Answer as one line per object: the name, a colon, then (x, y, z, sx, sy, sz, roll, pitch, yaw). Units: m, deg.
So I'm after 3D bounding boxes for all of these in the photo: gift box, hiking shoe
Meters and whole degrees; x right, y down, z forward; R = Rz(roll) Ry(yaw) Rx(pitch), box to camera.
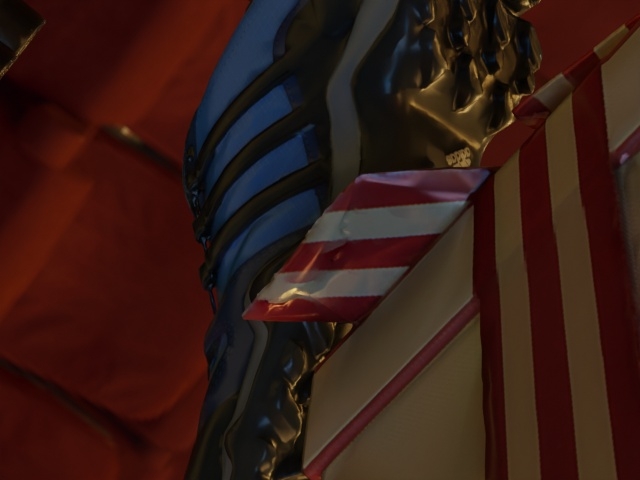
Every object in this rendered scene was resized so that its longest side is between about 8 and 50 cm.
gift box: (0.123, 0.086, 0.387, 0.276, 0.255, 0.258, -43, -156, 33)
hiking shoe: (0.000, 0.000, 0.614, 0.132, 0.113, 0.304, -7, -124, 43)

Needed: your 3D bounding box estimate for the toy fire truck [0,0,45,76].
toy fire truck: (-0.306, -0.062, 0.872, 0.246, 0.158, 0.217, -46, -166, 25)
